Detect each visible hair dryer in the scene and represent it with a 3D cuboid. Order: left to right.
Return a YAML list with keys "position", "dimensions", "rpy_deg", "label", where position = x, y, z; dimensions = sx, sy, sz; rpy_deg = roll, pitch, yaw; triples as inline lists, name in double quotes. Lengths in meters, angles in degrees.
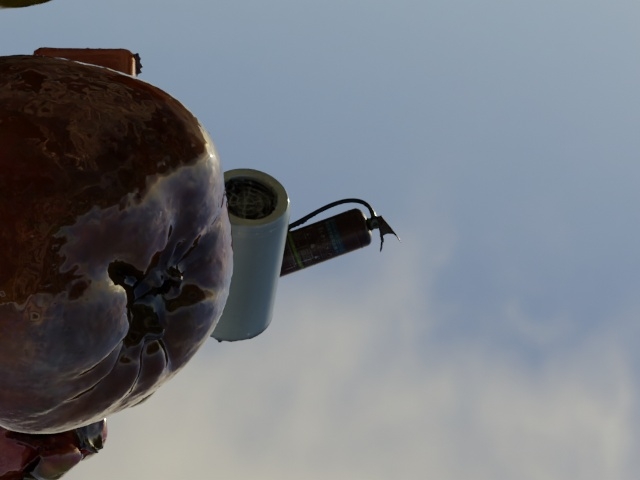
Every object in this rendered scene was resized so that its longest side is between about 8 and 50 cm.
- position: [-0.142, 0.020, 1.459]
  dimensions: [0.236, 0.131, 0.073]
  rpy_deg: [-7, -132, -17]
  label: "hair dryer"

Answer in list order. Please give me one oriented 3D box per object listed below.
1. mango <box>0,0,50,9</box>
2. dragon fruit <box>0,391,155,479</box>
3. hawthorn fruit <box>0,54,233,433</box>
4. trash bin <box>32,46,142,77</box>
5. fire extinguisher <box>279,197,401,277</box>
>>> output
- position: [-0.417, -0.342, 1.799]
  dimensions: [0.445, 0.301, 0.220]
  rpy_deg: [19, 154, -14]
  label: "mango"
- position: [-0.292, 0.128, 1.805]
  dimensions: [0.307, 0.228, 0.243]
  rpy_deg: [0, 161, 1]
  label: "dragon fruit"
- position: [-0.183, -0.002, 1.186]
  dimensions: [0.263, 0.231, 0.235]
  rpy_deg: [10, 158, -4]
  label: "hawthorn fruit"
- position: [-0.239, -0.086, 1.993]
  dimensions: [0.184, 0.161, 0.239]
  rpy_deg: [2, -135, 2]
  label: "trash bin"
- position: [0.000, 0.000, 1.693]
  dimensions: [0.132, 0.056, 0.039]
  rpy_deg: [-20, -173, 3]
  label: "fire extinguisher"
